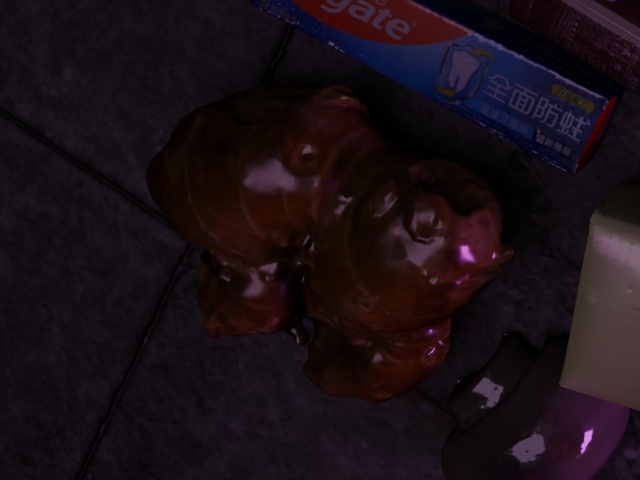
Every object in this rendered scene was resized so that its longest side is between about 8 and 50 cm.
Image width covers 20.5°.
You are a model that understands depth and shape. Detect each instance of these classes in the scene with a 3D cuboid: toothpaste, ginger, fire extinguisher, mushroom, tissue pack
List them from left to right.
[{"bbox_3d":[-0.008,-0.008,1.556,0.357,0.152,0.274,29,138,15],"label":"ginger"},{"bbox_3d":[0.097,-0.166,1.488,0.320,0.066,0.076,28,118,14],"label":"toothpaste"},{"bbox_3d":[0.182,0.172,1.549,0.141,0.117,0.188,40,117,-5],"label":"mushroom"},{"bbox_3d":[0.283,-0.146,1.388,0.269,0.105,0.105,33,120,12],"label":"fire extinguisher"},{"bbox_3d":[0.325,0.063,1.419,0.234,0.125,0.159,17,115,20],"label":"tissue pack"}]
